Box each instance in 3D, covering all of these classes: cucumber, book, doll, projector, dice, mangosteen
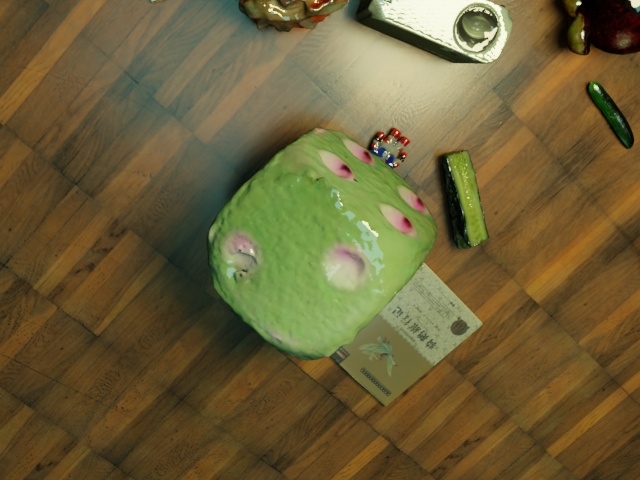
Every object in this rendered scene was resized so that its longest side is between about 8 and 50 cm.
[{"bbox_3d":[0.625,-0.269,1.259,0.036,0.033,0.184,-46,107,-9],"label":"cucumber"},{"bbox_3d":[0.197,0.226,1.389,0.310,0.021,0.217,-43,105,9],"label":"book"},{"bbox_3d":[0.110,-0.150,1.248,0.104,0.062,0.194,37,94,-29],"label":"doll"},{"bbox_3d":[0.205,-0.418,1.098,0.251,0.198,0.108,20,105,-9],"label":"projector"},{"bbox_3d":[0.302,-0.090,1.283,0.078,0.062,0.211,-25,104,-31],"label":"cucumber"},{"bbox_3d":[0.000,0.000,1.108,0.330,0.322,0.318,42,116,2],"label":"dice"},{"bbox_3d":[0.573,-0.451,1.123,0.210,0.210,0.209,-1,107,-4],"label":"mangosteen"}]

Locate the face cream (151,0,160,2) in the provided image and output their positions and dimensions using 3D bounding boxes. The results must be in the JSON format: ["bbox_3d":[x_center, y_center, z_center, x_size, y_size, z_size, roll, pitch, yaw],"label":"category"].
[{"bbox_3d":[-0.329,-0.515,1.125,0.038,0.020,0.115,-15,105,1],"label":"face cream"}]

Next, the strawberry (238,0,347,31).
[{"bbox_3d":[-0.056,-0.556,1.076,0.265,0.149,0.335,1,97,3],"label":"strawberry"}]
